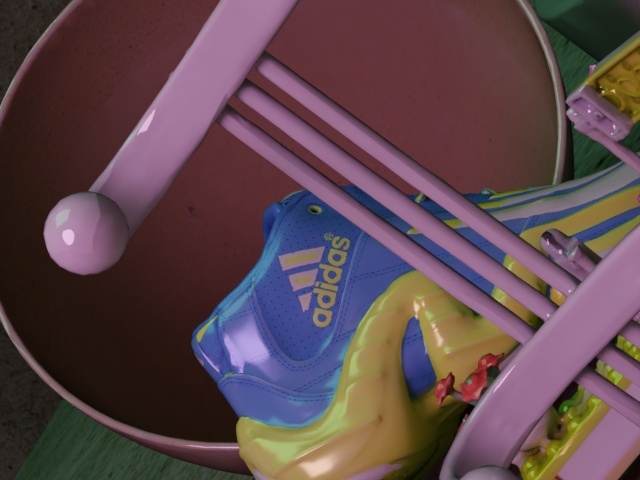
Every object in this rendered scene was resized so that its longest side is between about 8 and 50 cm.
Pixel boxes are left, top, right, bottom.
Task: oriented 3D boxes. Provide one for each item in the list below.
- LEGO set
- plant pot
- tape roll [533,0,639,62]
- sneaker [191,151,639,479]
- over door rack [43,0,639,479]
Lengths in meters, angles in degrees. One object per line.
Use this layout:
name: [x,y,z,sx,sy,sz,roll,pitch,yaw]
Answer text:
LEGO set: [0.100,0.018,0.683,0.287,0.107,0.132,-46,8,42]
plant pot: [0.000,0.000,0.994,0.284,0.284,0.191,-57,-28,-12]
tape roll: [0.257,-0.258,1.086,0.392,0.072,0.392,-53,7,10]
sneaker: [0.051,0.004,0.802,0.240,0.126,0.091,-37,-15,-21]
over door rack: [0.119,-0.053,0.391,0.324,0.239,0.108,-53,6,22]
